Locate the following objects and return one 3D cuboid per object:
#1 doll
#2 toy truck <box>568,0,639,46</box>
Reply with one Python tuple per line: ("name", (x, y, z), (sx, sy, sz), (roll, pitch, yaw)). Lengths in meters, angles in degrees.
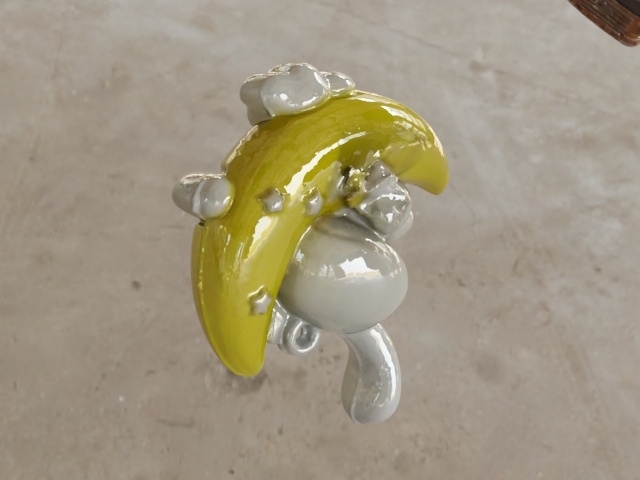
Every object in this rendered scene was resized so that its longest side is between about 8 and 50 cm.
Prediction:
("doll", (0.000, 0.000, 0.807), (0.111, 0.237, 0.252), (13, -10, 46))
("toy truck", (0.266, -0.237, 0.791), (0.083, 0.092, 0.192), (41, 81, 9))
